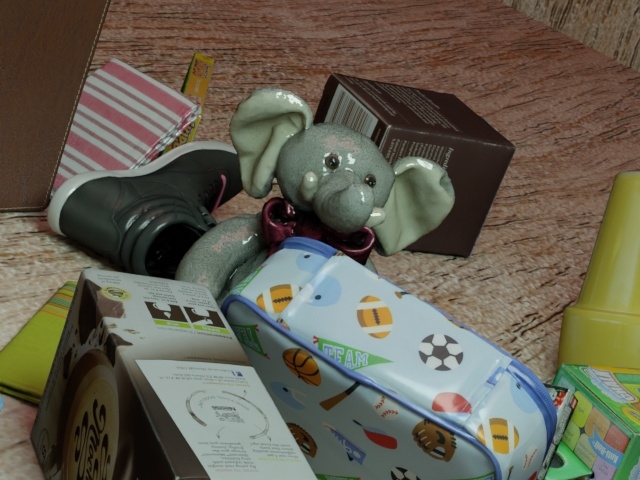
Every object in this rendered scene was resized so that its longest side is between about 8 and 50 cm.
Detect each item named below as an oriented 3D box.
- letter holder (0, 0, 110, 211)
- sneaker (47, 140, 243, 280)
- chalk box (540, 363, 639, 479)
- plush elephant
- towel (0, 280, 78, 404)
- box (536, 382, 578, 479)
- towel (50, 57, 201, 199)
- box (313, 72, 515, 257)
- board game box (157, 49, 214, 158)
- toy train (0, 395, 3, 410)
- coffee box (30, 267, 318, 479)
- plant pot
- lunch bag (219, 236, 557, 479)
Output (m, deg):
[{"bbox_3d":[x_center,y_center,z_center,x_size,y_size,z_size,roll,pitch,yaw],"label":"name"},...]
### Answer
[{"bbox_3d":[-0.371,-0.192,1.720,0.152,0.302,0.214,35,26,33],"label":"letter holder"},{"bbox_3d":[-0.146,-0.025,1.814,0.147,0.105,0.295,35,31,28],"label":"sneaker"},{"bbox_3d":[0.287,0.207,1.601,0.213,0.132,0.132,6,25,-34],"label":"chalk box"},{"bbox_3d":[0.000,0.000,1.663,0.271,0.255,0.330,15,22,-14],"label":"plush elephant"},{"bbox_3d":[-0.232,0.099,1.542,0.102,0.021,0.237,17,22,6],"label":"towel"},{"bbox_3d":[0.167,0.174,1.571,0.137,0.094,0.027,10,-27,39],"label":"box"},{"bbox_3d":[-0.250,-0.118,1.877,0.144,0.029,0.197,32,65,27],"label":"towel"},{"bbox_3d":[0.103,-0.096,2.114,0.203,0.167,0.168,7,24,-32],"label":"box"},{"bbox_3d":[-0.171,-0.144,2.036,0.039,0.124,0.259,19,21,-10],"label":"board game box"},{"bbox_3d":[-0.325,0.125,1.313,0.105,0.080,0.184,-3,31,-34],"label":"toy train"},{"bbox_3d":[-0.121,0.169,1.266,0.118,0.168,0.297,9,24,-27],"label":"coffee box"},{"bbox_3d":[0.401,0.048,1.831,0.254,0.239,0.254,6,1,0],"label":"plant pot"},{"bbox_3d":[0.040,0.144,1.397,0.303,0.243,0.115,33,55,18],"label":"lunch bag"}]
